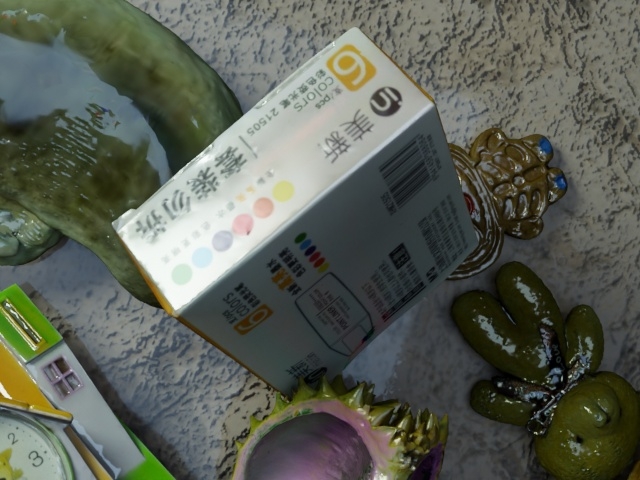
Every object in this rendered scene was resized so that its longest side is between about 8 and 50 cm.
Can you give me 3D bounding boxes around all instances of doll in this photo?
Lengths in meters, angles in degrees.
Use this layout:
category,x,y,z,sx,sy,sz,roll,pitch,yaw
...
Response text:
category,x,y,z,sx,sy,sz,roll,pitch,yaw
doll,0.202,0.120,0.917,0.137,0.097,0.209,-40,91,-4

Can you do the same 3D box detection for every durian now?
category,x,y,z,sx,sy,sz,roll,pitch,yaw
durian,0.005,0.220,0.847,0.186,0.154,0.260,32,107,6

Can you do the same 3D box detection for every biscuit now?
category,x,y,z,sx,sy,sz,roll,pitch,yaw
biscuit,0.137,-0.037,0.940,0.175,0.026,0.124,-26,94,-10

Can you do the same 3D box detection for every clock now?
category,x,y,z,sx,sy,sz,roll,pitch,yaw
clock,-0.237,0.204,0.774,0.235,0.166,0.309,-35,92,-29

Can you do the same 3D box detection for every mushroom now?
category,x,y,z,sx,sy,sz,roll,pitch,yaw
mushroom,-0.193,-0.081,0.819,0.344,0.130,0.247,41,70,-6

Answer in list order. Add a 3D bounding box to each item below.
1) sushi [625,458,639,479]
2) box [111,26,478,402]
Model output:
category,x,y,z,sx,sy,sz,roll,pitch,yaw
sushi,0.334,0.311,0.903,0.167,0.179,0.296,-31,86,2
box,0.000,0.000,0.782,0.221,0.274,0.091,-39,64,-4
